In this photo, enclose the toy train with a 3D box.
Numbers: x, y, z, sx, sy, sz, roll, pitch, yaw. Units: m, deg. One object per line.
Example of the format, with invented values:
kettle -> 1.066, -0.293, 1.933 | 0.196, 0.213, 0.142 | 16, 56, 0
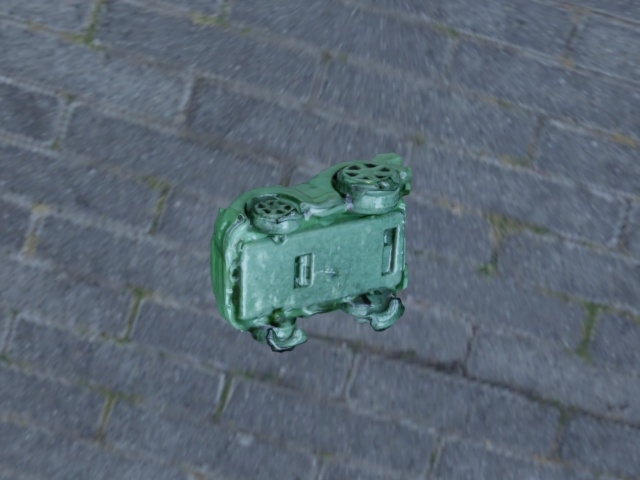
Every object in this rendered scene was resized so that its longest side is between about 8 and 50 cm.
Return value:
toy train -> 0.000, 0.000, 0.952 | 0.149, 0.081, 0.099 | -13, 118, -26
